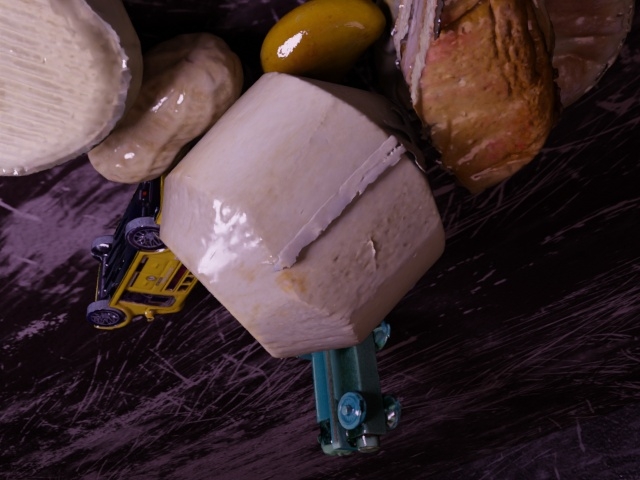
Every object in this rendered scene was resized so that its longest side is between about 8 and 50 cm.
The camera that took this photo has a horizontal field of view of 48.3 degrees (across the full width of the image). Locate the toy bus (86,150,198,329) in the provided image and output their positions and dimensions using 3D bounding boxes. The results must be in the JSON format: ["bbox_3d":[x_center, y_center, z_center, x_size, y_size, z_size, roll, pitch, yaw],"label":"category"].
[{"bbox_3d":[-0.245,0.013,1.069,0.151,0.145,0.331,12,141,-27],"label":"toy bus"}]

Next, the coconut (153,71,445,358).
[{"bbox_3d":[-0.011,-0.036,0.802,0.323,0.323,0.323,-6,147,-4],"label":"coconut"}]

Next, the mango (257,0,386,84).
[{"bbox_3d":[0.002,-0.228,0.828,0.161,0.076,0.103,-26,132,30],"label":"mango"}]

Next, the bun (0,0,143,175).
[{"bbox_3d":[-0.333,-0.202,0.731,0.287,0.146,0.287,-7,132,-8],"label":"bun"}]

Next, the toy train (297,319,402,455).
[{"bbox_3d":[0.046,0.271,1.397,0.120,0.298,0.194,15,146,-36],"label":"toy train"}]

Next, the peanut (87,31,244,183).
[{"bbox_3d":[-0.198,-0.153,0.862,0.123,0.124,0.256,24,136,-39],"label":"peanut"}]

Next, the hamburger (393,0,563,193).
[{"bbox_3d":[0.163,-0.183,0.748,0.245,0.155,0.282,7,134,-19],"label":"hamburger"}]

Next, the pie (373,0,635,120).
[{"bbox_3d":[0.222,-0.258,0.845,0.337,0.075,0.337,-6,141,-5],"label":"pie"}]
